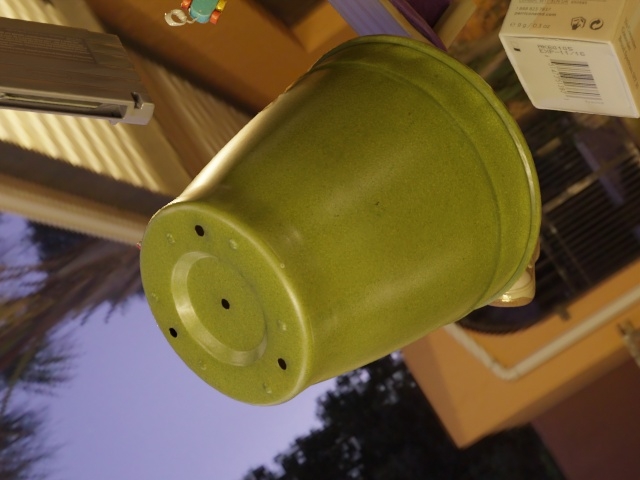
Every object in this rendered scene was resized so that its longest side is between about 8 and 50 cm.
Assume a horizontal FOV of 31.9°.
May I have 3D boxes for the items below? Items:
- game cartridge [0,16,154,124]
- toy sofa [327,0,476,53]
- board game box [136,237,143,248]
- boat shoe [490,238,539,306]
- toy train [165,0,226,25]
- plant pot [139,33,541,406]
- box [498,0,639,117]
[{"bbox_3d":[-0.478,-0.290,1.876,0.355,0.068,0.230,2,-144,-35],"label":"game cartridge"},{"bbox_3d":[0.062,-0.404,1.588,0.362,0.150,0.177,44,160,-22],"label":"toy sofa"},{"bbox_3d":[-0.188,0.002,2.267,0.316,0.242,0.064,31,162,39],"label":"board game box"},{"bbox_3d":[0.315,-0.010,1.901,0.341,0.121,0.110,-82,-13,-65],"label":"boat shoe"},{"bbox_3d":[-0.210,-0.379,1.667,0.166,0.125,0.046,69,155,20],"label":"toy train"},{"bbox_3d":[0.000,0.000,1.254,0.353,0.366,0.367,-35,-89,-42],"label":"plant pot"},{"bbox_3d":[0.305,-0.300,1.168,0.121,0.311,0.148,11,161,32],"label":"box"}]
